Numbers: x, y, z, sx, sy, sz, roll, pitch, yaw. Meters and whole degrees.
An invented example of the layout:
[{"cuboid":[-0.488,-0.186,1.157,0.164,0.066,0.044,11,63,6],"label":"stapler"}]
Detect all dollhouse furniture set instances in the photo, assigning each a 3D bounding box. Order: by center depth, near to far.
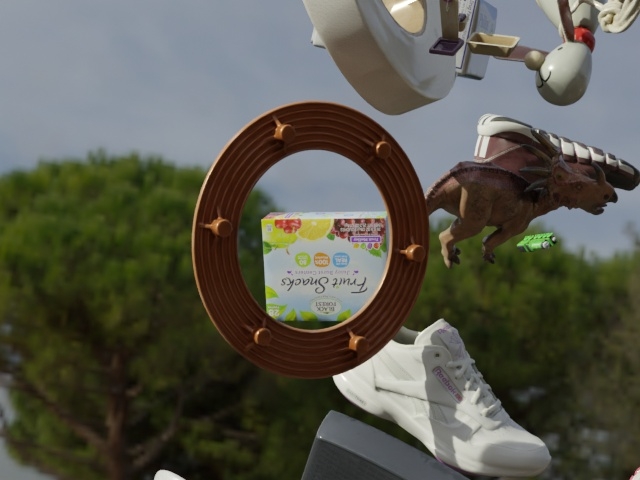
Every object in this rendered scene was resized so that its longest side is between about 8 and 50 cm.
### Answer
[{"cuboid":[0.207,-0.291,1.990,0.114,0.081,0.091,10,35,23],"label":"dollhouse furniture set"}]

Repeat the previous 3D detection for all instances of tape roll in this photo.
[{"cuboid":[0.070,-0.360,2.081,0.072,0.392,0.392,-19,-22,23],"label":"tape roll"}]

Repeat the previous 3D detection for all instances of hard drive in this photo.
[{"cuboid":[0.084,0.313,1.675,0.255,0.172,0.054,27,22,23],"label":"hard drive"}]

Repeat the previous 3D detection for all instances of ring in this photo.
[{"cuboid":[0.000,0.000,1.845,0.337,0.336,0.032,16,-5,-32],"label":"ring"}]

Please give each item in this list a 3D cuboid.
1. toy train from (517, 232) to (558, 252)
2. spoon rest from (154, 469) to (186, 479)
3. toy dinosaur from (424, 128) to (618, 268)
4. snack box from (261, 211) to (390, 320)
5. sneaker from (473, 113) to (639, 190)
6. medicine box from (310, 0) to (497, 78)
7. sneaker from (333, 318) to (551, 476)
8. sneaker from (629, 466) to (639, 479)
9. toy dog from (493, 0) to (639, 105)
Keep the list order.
[{"cuboid":[0.274,0.004,1.950,0.017,0.024,0.083,55,-16,-8],"label":"toy train"},{"cuboid":[-0.080,0.340,1.641,0.276,0.084,0.137,39,-25,27],"label":"spoon rest"},{"cuboid":[0.240,-0.068,2.131,0.296,0.127,0.200,-3,-30,-28],"label":"toy dinosaur"},{"cuboid":[0.014,0.043,2.515,0.207,0.174,0.070,1,12,12],"label":"snack box"},{"cuboid":[0.359,-0.086,2.440,0.281,0.162,0.106,18,3,-10],"label":"sneaker"},{"cuboid":[0.161,-0.396,2.833,0.289,0.149,0.263,14,7,12],"label":"medicine box"},{"cuboid":[0.164,0.195,1.961,0.305,0.152,0.114,29,19,13],"label":"sneaker"},{"cuboid":[0.606,0.418,2.441,0.299,0.121,0.112,6,13,-28],"label":"sneaker"},{"cuboid":[0.324,-0.341,2.157,0.161,0.220,0.333,26,25,-8],"label":"toy dog"}]
